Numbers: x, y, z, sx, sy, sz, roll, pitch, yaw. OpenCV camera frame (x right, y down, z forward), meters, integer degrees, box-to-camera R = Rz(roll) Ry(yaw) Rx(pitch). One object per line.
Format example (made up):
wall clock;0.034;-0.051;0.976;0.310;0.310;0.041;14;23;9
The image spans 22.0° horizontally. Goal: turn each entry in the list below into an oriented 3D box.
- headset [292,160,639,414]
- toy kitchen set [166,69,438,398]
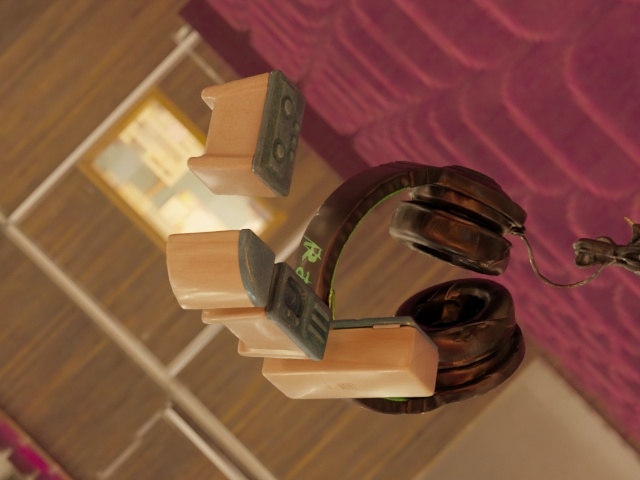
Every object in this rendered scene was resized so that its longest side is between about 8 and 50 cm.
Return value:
headset;0.156;0.041;1.620;0.394;0.243;0.185;-10;-165;-37
toy kitchen set;0.000;0.000;1.186;0.122;0.166;0.207;-3;152;26
